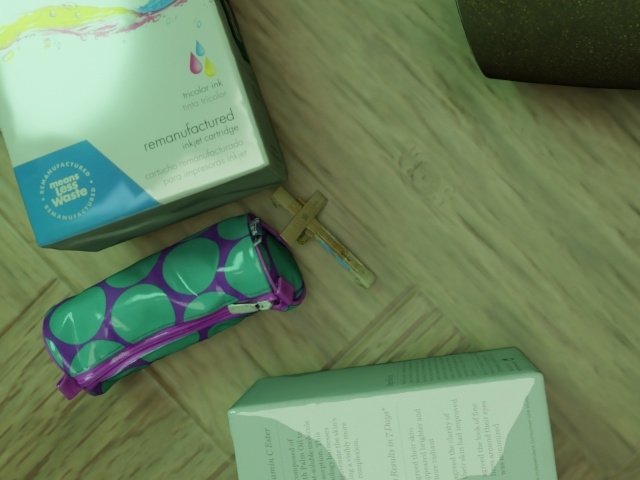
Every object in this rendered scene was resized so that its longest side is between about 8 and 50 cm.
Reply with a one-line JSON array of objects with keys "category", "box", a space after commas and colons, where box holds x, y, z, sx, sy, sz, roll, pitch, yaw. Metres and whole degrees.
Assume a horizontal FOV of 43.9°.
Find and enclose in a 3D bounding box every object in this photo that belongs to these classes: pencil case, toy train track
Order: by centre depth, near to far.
[{"category": "pencil case", "box": [-0.089, 0.040, 0.486, 0.152, 0.070, 0.064, -26, 130, 8]}, {"category": "toy train track", "box": [0.000, 0.000, 0.497, 0.083, 0.048, 0.014, 43, 140, -6]}]

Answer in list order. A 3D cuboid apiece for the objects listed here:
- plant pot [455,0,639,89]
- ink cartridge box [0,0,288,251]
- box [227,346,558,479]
[{"category": "plant pot", "box": [0.185, -0.163, 0.396, 0.231, 0.215, 0.215, -10, 90, 22]}, {"category": "ink cartridge box", "box": [-0.120, -0.123, 0.453, 0.134, 0.078, 0.230, -20, 86, 5]}, {"category": "box", "box": [0.045, 0.140, 0.460, 0.171, 0.091, 0.130, -7, 91, 7]}]
